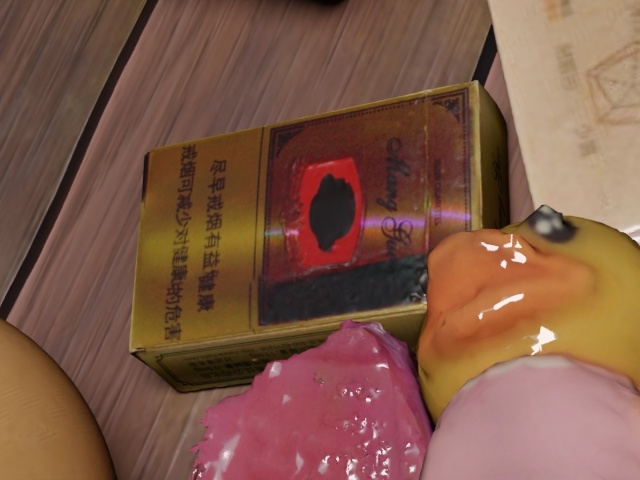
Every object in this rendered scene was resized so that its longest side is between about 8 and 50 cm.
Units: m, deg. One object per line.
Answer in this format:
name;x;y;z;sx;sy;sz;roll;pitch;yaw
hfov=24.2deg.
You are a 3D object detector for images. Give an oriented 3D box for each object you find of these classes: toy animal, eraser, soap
toy animal;0.119;0.094;0.723;0.195;0.169;0.281;-26;46;26
eraser;0.181;-0.134;0.924;0.144;0.078;0.343;-18;59;17
soap;0.008;0.189;0.833;0.182;0.112;0.289;6;68;25

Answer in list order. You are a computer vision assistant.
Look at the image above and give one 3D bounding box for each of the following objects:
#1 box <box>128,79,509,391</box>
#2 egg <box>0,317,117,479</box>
box;0.000;0.000;0.952;0.240;0.071;0.159;-9;61;23
egg;-0.273;0.208;0.844;0.301;0.301;0.374;32;95;34
